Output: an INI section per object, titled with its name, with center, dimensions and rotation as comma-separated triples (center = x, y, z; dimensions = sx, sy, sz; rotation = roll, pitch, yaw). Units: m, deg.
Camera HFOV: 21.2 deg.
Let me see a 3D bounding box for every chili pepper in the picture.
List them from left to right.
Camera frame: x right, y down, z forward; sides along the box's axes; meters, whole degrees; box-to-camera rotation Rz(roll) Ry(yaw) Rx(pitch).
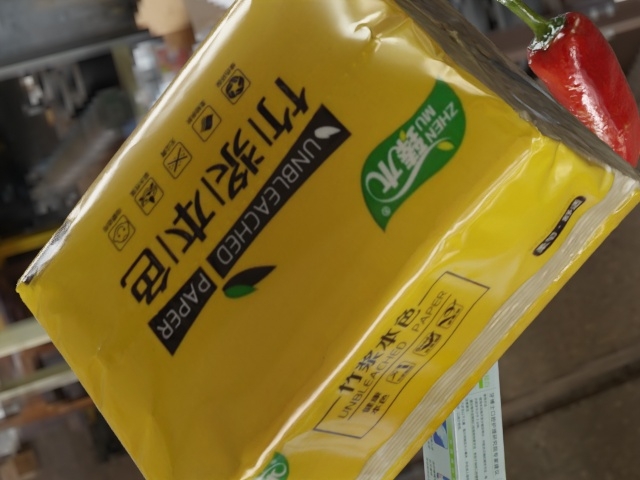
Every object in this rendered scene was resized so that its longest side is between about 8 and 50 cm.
[chili pepper]
center = 0.276, -0.120, 1.842
dimensions = 0.092, 0.137, 0.368
rotation = -83, -20, -53

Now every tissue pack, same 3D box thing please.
[tissue pack]
center = 0.000, 0.000, 1.267
dimensions = 0.382, 0.228, 0.293
rotation = -50, 55, 12

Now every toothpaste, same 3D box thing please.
[toothpaste]
center = 0.150, 0.206, 1.811
dimensions = 0.081, 0.067, 0.336
rotation = 20, 118, 62
